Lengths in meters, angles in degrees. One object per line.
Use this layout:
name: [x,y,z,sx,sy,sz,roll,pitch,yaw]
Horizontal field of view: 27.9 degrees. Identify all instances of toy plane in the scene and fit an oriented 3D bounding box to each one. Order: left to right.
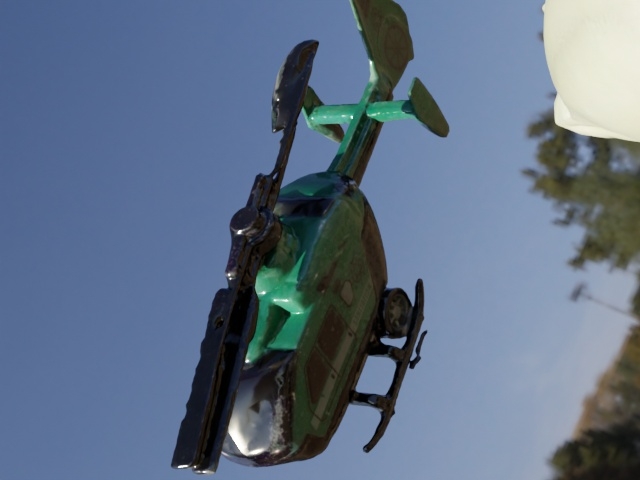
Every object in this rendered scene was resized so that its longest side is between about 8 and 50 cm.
toy plane: [0.000,0.000,0.826,0.155,0.106,0.382,51,-128,-43]

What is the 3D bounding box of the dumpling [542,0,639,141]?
dumpling: [0.159,-0.128,0.509,0.252,0.131,0.179,132,147,-77]
